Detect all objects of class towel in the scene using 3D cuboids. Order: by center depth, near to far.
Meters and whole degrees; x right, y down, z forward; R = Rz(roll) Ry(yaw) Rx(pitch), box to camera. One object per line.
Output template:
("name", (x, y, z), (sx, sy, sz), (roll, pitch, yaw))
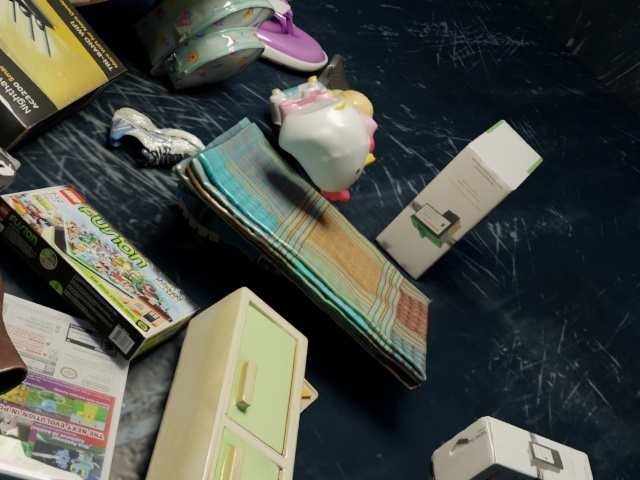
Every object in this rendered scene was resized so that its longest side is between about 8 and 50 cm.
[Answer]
("towel", (0.000, 0.000, 1.009), (0.370, 0.040, 0.271), (43, 19, -6))

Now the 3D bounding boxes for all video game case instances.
("video game case", (-0.276, 0.129, 0.722), (0.201, 0.023, 0.183), (24, 37, -22))

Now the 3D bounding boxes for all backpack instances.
("backpack", (-0.161, -0.315, 1.184), (0.144, 0.188, 0.166), (57, 36, 7))

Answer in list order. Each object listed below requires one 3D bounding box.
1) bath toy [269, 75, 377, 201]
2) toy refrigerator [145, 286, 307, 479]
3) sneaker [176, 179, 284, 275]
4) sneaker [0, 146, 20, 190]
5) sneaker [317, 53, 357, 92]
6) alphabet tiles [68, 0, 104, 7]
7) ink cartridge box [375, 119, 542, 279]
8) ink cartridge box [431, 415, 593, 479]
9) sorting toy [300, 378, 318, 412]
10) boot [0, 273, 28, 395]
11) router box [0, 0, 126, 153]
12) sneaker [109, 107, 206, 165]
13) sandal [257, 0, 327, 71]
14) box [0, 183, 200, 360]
("bath toy", (0.011, -0.148, 1.123), (0.348, 0.151, 0.129), (-105, 177, -72))
("toy refrigerator", (-0.082, 0.177, 0.757), (0.102, 0.094, 0.269), (43, 31, -25))
("sneaker", (-0.099, -0.031, 1.034), (0.191, 0.071, 0.083), (36, 27, -18))
("sneaker", (-0.353, -0.130, 0.779), (0.153, 0.268, 0.101), (27, -3, -28))
("sneaker", (0.033, -0.263, 1.426), (0.089, 0.051, 0.170), (35, 39, -5))
("alphabet tiles", (-0.223, -0.366, 1.110), (0.285, 0.343, 0.011), (-48, 130, -49))
("ink cartridge box", (0.204, -0.060, 1.201), (0.092, 0.219, 0.160), (46, 36, 6))
("ink cartridge box", (0.219, 0.272, 0.928), (0.150, 0.109, 0.063), (23, 41, -20))
("sorting toy", (-0.045, 0.157, 0.905), (0.083, 0.012, 0.062), (45, 35, 9))
("boot", (-0.375, 0.046, 0.637), (0.248, 0.090, 0.207), (-3, 45, -36))
("router box", (-0.397, -0.262, 0.917), (0.309, 0.081, 0.243), (50, 27, -13))
("sneaker", (-0.212, -0.117, 1.045), (0.135, 0.052, 0.058), (21, 48, -12))
("sandal", (-0.154, -0.441, 1.410), (0.416, 0.102, 0.169), (34, 35, -7))
("box", (-0.233, 0.027, 0.838), (0.207, 0.036, 0.114), (42, 21, 7))
